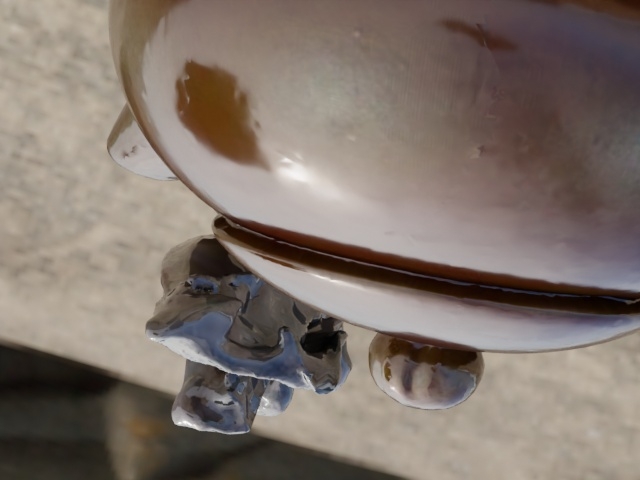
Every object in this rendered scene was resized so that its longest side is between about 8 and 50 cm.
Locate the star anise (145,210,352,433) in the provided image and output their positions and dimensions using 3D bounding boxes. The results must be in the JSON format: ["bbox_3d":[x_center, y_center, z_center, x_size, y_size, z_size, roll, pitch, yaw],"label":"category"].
[{"bbox_3d":[-0.002,0.000,0.888,0.111,0.198,0.257,20,-177,22],"label":"star anise"}]

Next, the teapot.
[{"bbox_3d":[0.053,-0.020,0.447,0.252,0.135,0.178,17,-164,33],"label":"teapot"}]
